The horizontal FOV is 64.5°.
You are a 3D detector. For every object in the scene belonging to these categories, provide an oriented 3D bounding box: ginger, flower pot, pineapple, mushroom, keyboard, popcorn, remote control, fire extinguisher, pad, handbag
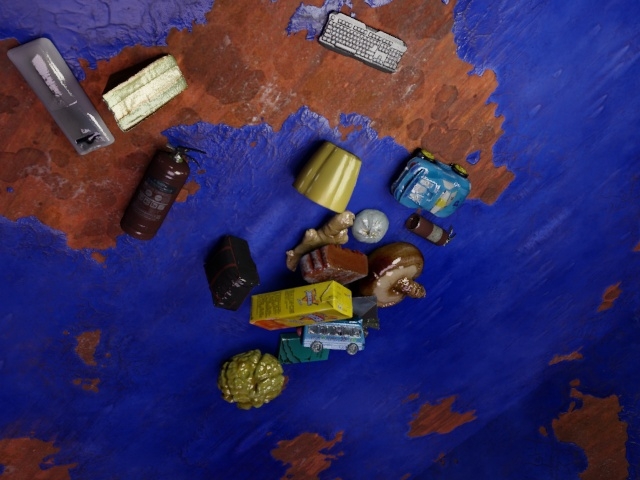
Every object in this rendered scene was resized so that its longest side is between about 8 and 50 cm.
[{"bbox_3d":[0.000,0.000,1.808,0.333,0.081,0.148,-31,151,22],"label":"ginger"},{"bbox_3d":[0.034,-0.207,1.598,0.195,0.195,0.179,22,105,-31],"label":"flower pot"},{"bbox_3d":[0.122,0.362,2.107,0.247,0.128,0.128,-7,129,-14],"label":"pineapple"},{"bbox_3d":[0.278,0.134,1.957,0.278,0.163,0.297,23,119,-21],"label":"mushroom"},{"bbox_3d":[0.125,-0.561,1.445,0.262,0.016,0.106,12,122,-26],"label":"keyboard"},{"bbox_3d":[-0.282,0.572,2.083,0.257,0.224,0.270,-33,141,30],"label":"popcorn"},{"bbox_3d":[-0.669,-0.361,1.320,0.109,0.055,0.313,-22,131,0],"label":"remote control"},{"bbox_3d":[0.433,-0.041,1.931,0.231,0.071,0.099,23,90,-32],"label":"fire extinguisher"},{"bbox_3d":[-0.469,-0.154,1.508,0.135,0.114,0.337,28,116,-16],"label":"fire extinguisher"},{"bbox_3d":[0.101,0.269,1.973,0.242,0.004,0.164,-5,139,4],"label":"pad"},{"bbox_3d":[-0.304,0.114,1.716,0.155,0.215,0.169,25,120,-42],"label":"handbag"}]

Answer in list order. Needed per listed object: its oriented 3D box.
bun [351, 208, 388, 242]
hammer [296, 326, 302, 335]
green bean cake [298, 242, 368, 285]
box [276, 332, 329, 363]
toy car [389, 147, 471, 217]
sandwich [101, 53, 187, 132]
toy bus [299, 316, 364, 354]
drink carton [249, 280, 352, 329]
[{"bbox_3d":[0.181,-0.044,1.831,0.140,0.083,0.141,-8,132,-9],"label":"bun"},{"bbox_3d":[-0.059,0.366,2.104,0.083,0.043,0.043,-22,131,0],"label":"hammer"},{"bbox_3d":[0.044,0.089,1.803,0.198,0.097,0.232,-25,152,19],"label":"green bean cake"},{"bbox_3d":[-0.069,0.457,2.172,0.226,0.042,0.161,-2,127,-17],"label":"box"},{"bbox_3d":[0.396,-0.173,1.750,0.314,0.166,0.198,18,123,-30],"label":"toy car"},{"bbox_3d":[-0.448,-0.385,1.317,0.187,0.144,0.117,-21,133,-1],"label":"sandwich"},{"bbox_3d":[0.047,0.360,1.966,0.246,0.113,0.134,5,92,-7],"label":"toy bus"},{"bbox_3d":[-0.073,0.241,1.846,0.351,0.111,0.154,-12,154,26],"label":"drink carton"}]
